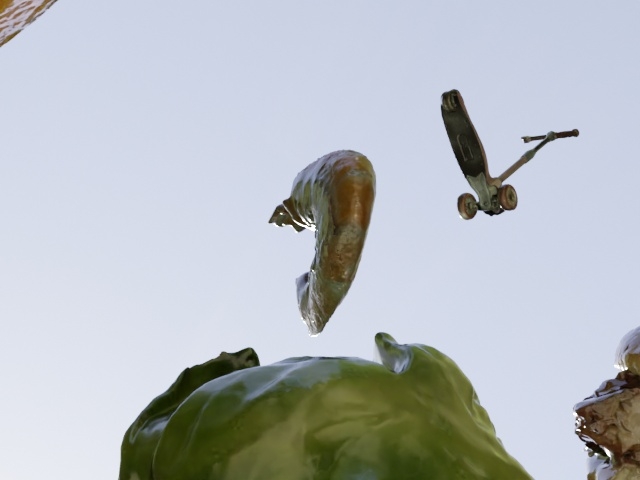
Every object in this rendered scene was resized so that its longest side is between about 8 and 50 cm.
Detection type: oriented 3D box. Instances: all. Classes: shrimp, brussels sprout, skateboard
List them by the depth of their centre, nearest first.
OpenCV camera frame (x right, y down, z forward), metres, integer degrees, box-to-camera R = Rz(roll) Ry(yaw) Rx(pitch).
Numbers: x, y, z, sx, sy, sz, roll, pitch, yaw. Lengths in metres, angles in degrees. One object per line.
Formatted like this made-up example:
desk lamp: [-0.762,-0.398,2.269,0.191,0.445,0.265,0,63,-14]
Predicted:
skateboard: [0.088,-0.052,0.767,0.032,0.083,0.064,-12,-76,38]
brussels sprout: [0.011,0.189,0.935,0.294,0.227,0.259,25,-48,-6]
shrimp: [-0.003,-0.002,1.132,0.052,0.187,0.132,20,-89,-11]

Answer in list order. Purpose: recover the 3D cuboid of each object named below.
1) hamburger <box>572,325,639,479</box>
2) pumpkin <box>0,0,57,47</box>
hamburger: [0.293,0.134,1.009,0.282,0.245,0.155,15,-87,6]
pumpkin: [-0.228,-0.173,0.858,0.278,0.111,0.163,-34,-101,28]
